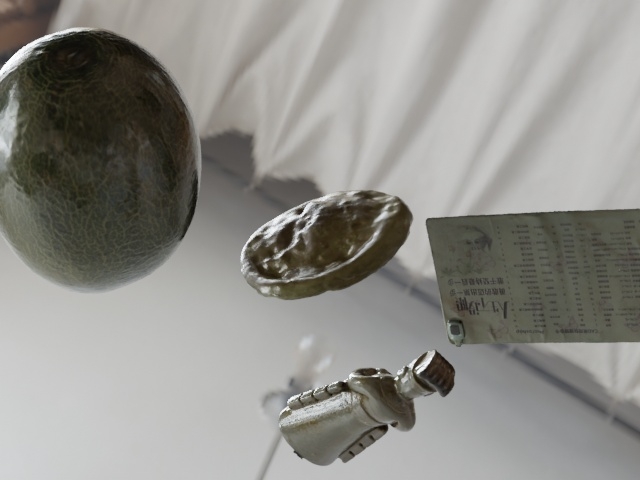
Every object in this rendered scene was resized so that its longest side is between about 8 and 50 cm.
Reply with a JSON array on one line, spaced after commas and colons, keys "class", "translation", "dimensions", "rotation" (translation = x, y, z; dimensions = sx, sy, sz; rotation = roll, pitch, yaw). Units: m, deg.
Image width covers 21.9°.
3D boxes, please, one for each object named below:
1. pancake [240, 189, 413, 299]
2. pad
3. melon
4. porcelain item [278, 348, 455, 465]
[{"class": "pancake", "translation": [0.000, 0.000, 2.145], "dimensions": [0.242, 0.050, 0.242], "rotation": [-19, -153, 10]}, {"class": "pad", "translation": [0.247, 0.043, 1.778], "dimensions": [0.265, 0.159, 0.009], "rotation": [-2, -156, 24]}, {"class": "melon", "translation": [-0.245, -0.080, 1.775], "dimensions": [0.237, 0.301, 0.237], "rotation": [-1, -135, 1]}, {"class": "porcelain item", "translation": [0.049, 0.150, 1.553], "dimensions": [0.084, 0.213, 0.054], "rotation": [40, -133, -16]}]
